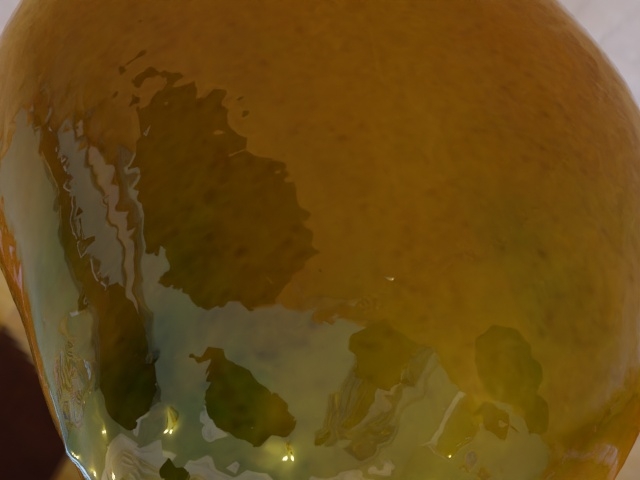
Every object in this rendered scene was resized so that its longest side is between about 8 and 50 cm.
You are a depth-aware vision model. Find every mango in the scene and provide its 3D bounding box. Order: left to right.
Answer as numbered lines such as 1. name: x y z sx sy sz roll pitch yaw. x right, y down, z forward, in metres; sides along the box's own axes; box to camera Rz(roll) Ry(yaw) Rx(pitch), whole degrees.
1. mango: 0.006 -0.004 0.514 0.254 0.175 0.139 -118 15 -48
